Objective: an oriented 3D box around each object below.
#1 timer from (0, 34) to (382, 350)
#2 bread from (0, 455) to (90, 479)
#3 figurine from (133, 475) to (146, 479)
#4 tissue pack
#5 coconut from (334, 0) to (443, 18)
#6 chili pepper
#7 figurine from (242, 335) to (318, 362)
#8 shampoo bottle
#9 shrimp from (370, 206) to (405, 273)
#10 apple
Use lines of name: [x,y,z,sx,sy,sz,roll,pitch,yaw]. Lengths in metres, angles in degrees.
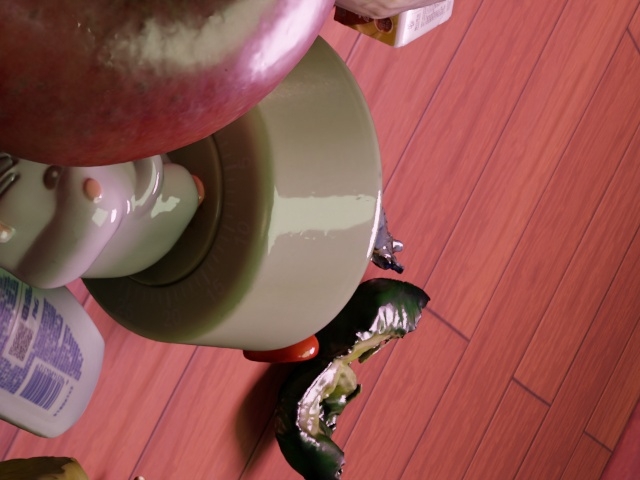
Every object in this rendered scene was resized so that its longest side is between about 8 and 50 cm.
timer: [-0.153,-0.044,1.529,0.315,0.291,0.291,-4,117,-48]
bread: [-0.274,0.344,1.481,0.348,0.348,0.308,-29,106,-52]
figurine: [-0.214,0.364,1.941,0.185,0.127,0.234,-26,146,-37]
tissue pack: [0.079,-0.288,1.926,0.106,0.099,0.149,-35,142,-45]
coconut: [0.014,-0.338,1.568,0.329,0.329,0.329,-45,148,-37]
chili pepper: [0.021,0.143,2.220,0.264,0.116,0.148,-57,143,-19]
figurine: [-0.052,0.024,1.880,0.173,0.173,0.173,-45,148,-37]
shampoo bottle: [-0.283,0.058,1.556,0.134,0.078,0.359,-66,156,-10]
shrimp: [0.006,0.004,2.093,0.178,0.075,0.289,-51,154,-11]
apple: [-0.153,-0.210,1.337,0.345,0.345,0.269,-59,-162,-13]
